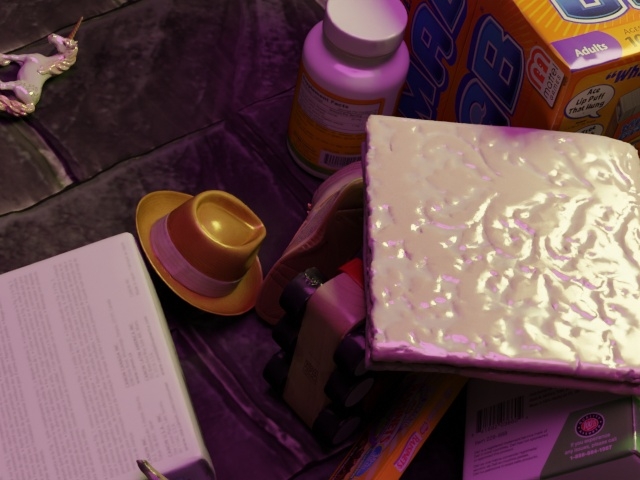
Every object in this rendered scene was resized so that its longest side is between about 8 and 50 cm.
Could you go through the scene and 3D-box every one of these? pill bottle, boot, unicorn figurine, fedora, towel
[{"bbox_3d":[0.038,-0.201,1.711,0.136,0.246,0.136,5,51,-7],"label":"pill bottle"},{"bbox_3d":[0.000,0.000,1.642,0.077,0.213,0.165,37,11,-10],"label":"boot"},{"bbox_3d":[-0.388,-0.225,1.780,0.111,0.060,0.162,12,67,-2],"label":"unicorn figurine"},{"bbox_3d":[-0.125,-0.002,1.580,0.194,0.079,0.194,34,34,-27],"label":"fedora"},{"bbox_3d":[0.200,0.011,1.412,0.316,0.053,0.332,5,51,-4],"label":"towel"}]

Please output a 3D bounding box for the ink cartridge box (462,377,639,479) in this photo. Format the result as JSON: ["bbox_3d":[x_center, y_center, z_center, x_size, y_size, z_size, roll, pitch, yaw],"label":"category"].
[{"bbox_3d":[0.278,0.160,1.480,0.121,0.211,0.289,41,41,-33],"label":"ink cartridge box"}]

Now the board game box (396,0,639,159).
[{"bbox_3d":[0.320,-0.248,1.730,0.356,0.356,0.356,-17,56,-23],"label":"board game box"}]

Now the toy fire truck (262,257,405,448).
[{"bbox_3d":[0.060,0.076,1.514,0.246,0.217,0.158,-30,62,-31],"label":"toy fire truck"}]

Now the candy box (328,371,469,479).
[{"bbox_3d":[0.083,0.214,1.482,0.027,0.105,0.206,51,53,-14],"label":"candy box"}]

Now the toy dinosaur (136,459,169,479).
[{"bbox_3d":[-0.118,0.350,1.333,0.118,0.064,0.268,12,63,-48],"label":"toy dinosaur"}]

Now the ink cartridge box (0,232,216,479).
[{"bbox_3d":[-0.338,0.188,1.460,0.384,0.091,0.308,-20,57,-4],"label":"ink cartridge box"}]
